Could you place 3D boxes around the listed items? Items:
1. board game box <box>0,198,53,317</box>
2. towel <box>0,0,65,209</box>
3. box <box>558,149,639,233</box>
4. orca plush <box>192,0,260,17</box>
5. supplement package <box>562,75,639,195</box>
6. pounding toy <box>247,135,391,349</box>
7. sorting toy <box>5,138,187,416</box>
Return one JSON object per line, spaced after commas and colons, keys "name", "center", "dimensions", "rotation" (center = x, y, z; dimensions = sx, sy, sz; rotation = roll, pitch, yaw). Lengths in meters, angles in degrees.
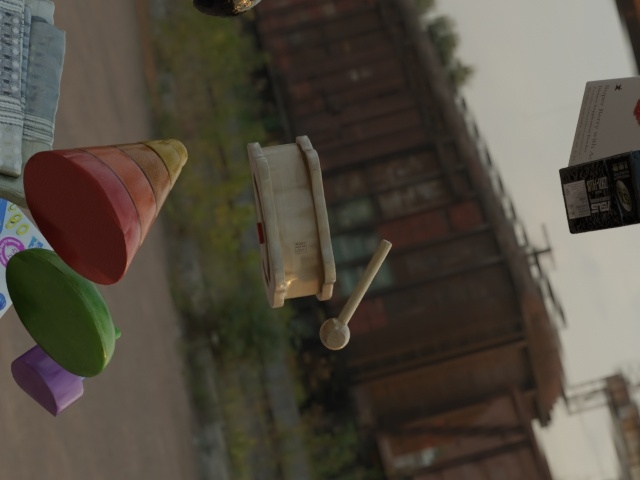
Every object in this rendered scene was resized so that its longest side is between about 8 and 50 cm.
{"name": "board game box", "center": [-0.462, 0.003, 1.618], "dimensions": [0.302, 0.086, 0.308], "rotation": [51, 43, -20]}
{"name": "towel", "center": [-0.381, -0.199, 1.484], "dimensions": [0.324, 0.056, 0.312], "rotation": [25, 38, -29]}
{"name": "box", "center": [0.365, -0.060, 1.735], "dimensions": [0.180, 0.147, 0.077], "rotation": [167, -87, -73]}
{"name": "orca plush", "center": [-0.015, -0.339, 1.656], "dimensions": [0.102, 0.287, 0.151], "rotation": [30, -21, 21]}
{"name": "supplement package", "center": [0.501, -0.123, 2.192], "dimensions": [0.293, 0.175, 0.177], "rotation": [2, -103, 60]}
{"name": "pounding toy", "center": [0.000, 0.000, 2.022], "dimensions": [0.154, 0.155, 0.269], "rotation": [-179, -100, -83]}
{"name": "sorting toy", "center": [-0.187, 0.023, 1.399], "dimensions": [0.127, 0.126, 0.365], "rotation": [43, -35, 14]}
